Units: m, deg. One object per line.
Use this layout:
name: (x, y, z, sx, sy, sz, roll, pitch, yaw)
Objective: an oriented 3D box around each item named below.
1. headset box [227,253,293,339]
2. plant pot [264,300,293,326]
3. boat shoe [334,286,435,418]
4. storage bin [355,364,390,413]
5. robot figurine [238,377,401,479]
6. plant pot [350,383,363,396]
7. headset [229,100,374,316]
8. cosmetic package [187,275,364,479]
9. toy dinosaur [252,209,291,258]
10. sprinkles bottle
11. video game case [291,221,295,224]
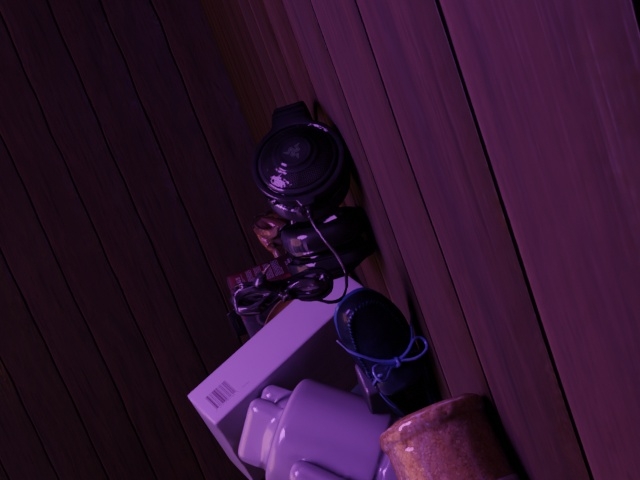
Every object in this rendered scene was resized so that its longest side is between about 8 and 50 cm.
headset box: (-0.091, 0.161, 1.842, 0.110, 0.293, 0.218, -121, 11, -62)
plant pot: (-0.022, 0.238, 1.755, 0.032, 0.236, 0.236, 97, 150, -80)
boat shoe: (0.109, 0.163, 0.968, 0.258, 0.109, 0.089, 52, 179, -37)
storage bin: (0.105, 0.214, 1.136, 0.135, 0.091, 0.098, 78, 169, -59)
robot figurine: (0.044, 0.360, 1.216, 0.300, 0.353, 0.200, -34, -41, -71)
plant pot: (0.006, 0.449, 1.796, 0.293, 0.196, 0.293, -44, 40, 52)
headset: (-0.034, -0.037, 1.016, 0.394, 0.185, 0.243, -98, -9, -58)
cosmetic package: (-0.053, 0.270, 1.425, 0.097, 0.377, 0.284, 33, 154, 36)
toy dinosaur: (-0.125, -0.029, 2.004, 0.200, 0.127, 0.296, 49, -170, 15)
sprinkles bottle: (0.178, 0.331, 0.688, 0.121, 0.121, 0.355, 80, 168, -67)
video game case: (-0.025, -0.020, 1.469, 0.210, 0.042, 0.232, 75, -172, -51)
